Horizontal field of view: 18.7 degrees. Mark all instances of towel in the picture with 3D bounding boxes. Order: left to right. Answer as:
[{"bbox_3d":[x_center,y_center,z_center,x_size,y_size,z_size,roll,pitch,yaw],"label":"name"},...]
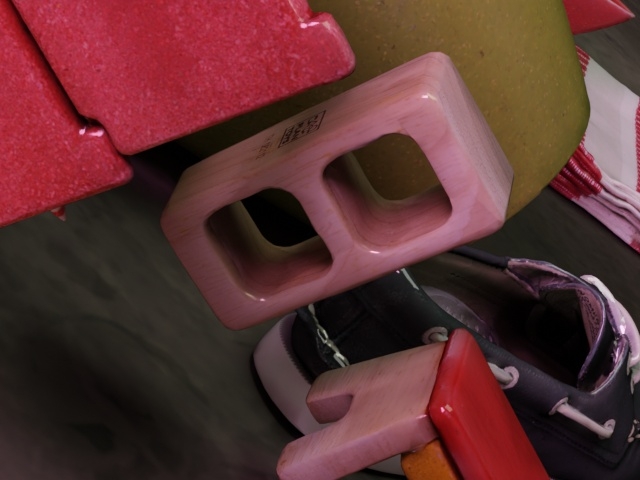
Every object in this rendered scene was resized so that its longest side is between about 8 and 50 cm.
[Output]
[{"bbox_3d":[0.223,-0.059,1.364,0.329,0.037,0.237,36,24,-10],"label":"towel"}]

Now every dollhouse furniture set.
[{"bbox_3d":[0.000,0.000,0.647,0.374,0.152,0.201,60,24,-17],"label":"dollhouse furniture set"}]

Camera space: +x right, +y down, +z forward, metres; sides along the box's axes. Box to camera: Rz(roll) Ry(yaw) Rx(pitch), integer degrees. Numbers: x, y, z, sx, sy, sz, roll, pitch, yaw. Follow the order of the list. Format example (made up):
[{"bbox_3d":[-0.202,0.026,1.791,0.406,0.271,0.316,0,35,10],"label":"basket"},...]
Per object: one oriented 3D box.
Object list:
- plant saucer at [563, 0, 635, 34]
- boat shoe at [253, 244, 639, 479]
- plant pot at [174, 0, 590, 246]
[{"bbox_3d":[0.079,-0.240,1.390,0.258,0.048,0.259,29,15,-19],"label":"plant saucer"},{"bbox_3d":[0.103,0.059,0.925,0.302,0.091,0.114,6,42,-51],"label":"boat shoe"},{"bbox_3d":[-0.008,-0.136,0.939,0.293,0.274,0.275,50,20,-20],"label":"plant pot"}]
